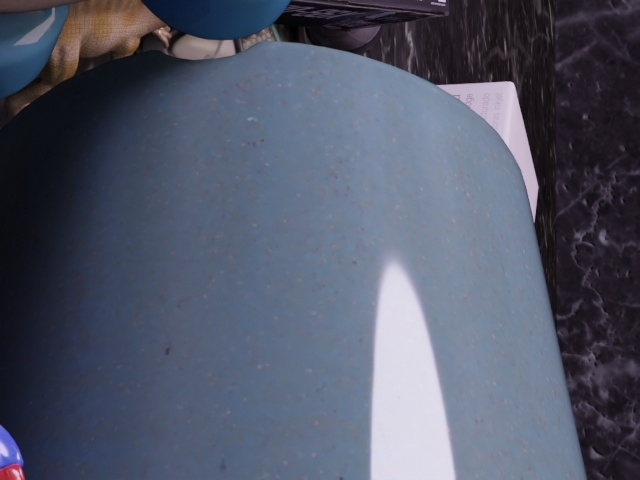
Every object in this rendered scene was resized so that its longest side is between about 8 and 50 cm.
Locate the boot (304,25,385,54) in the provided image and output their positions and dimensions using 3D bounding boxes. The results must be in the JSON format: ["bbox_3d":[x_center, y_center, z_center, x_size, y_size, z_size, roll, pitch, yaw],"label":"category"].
[{"bbox_3d":[0.004,-0.318,1.273,0.223,0.118,0.338,36,64,-74],"label":"boot"}]

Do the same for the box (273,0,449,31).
[{"bbox_3d":[-0.044,-0.241,0.940,0.307,0.076,0.243,-6,92,-56],"label":"box"}]

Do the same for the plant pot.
[{"bbox_3d":[-0.029,0.125,0.717,0.341,0.341,0.334,66,18,-53],"label":"plant pot"}]

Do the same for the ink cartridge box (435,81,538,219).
[{"bbox_3d":[0.000,0.000,0.975,0.092,0.217,0.159,70,23,-46],"label":"ink cartridge box"}]

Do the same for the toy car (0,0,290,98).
[{"bbox_3d":[-0.088,-0.210,0.618,0.238,0.210,0.219,64,-29,14],"label":"toy car"}]

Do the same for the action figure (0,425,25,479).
[{"bbox_3d":[-0.180,0.024,0.497,0.280,0.139,0.091,60,-39,22],"label":"action figure"}]

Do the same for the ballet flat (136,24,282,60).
[{"bbox_3d":[-0.077,-0.148,1.017,0.079,0.077,0.222,-39,122,-48],"label":"ballet flat"}]

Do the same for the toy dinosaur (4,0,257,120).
[{"bbox_3d":[-0.121,-0.094,0.818,0.092,0.183,0.053,-46,-118,58],"label":"toy dinosaur"}]
